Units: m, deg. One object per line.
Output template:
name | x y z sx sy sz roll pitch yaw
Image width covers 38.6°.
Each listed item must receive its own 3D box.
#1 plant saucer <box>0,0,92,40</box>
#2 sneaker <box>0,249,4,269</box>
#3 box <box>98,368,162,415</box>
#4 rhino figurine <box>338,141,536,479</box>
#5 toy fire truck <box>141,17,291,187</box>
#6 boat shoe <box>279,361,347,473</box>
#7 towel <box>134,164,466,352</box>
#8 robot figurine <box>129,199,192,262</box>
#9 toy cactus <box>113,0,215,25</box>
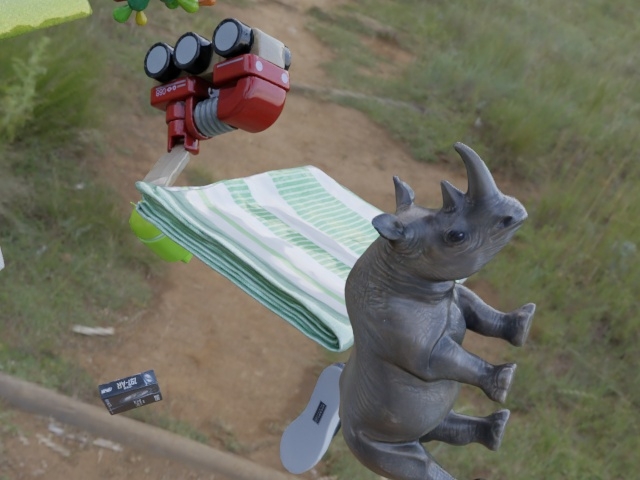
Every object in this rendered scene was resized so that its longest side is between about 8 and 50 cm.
plant saucer | -0.323 -0.247 0.801 0.188 0.045 0.188 33 34 11
sneaker | -0.518 -0.056 0.997 0.236 0.323 0.130 -22 21 -9
box | -0.227 0.183 1.098 0.067 0.083 0.018 -15 68 -12
rhino figurine | 0.063 0.053 0.527 0.106 0.243 0.073 15 37 17
toy fire truck | -0.167 -0.180 1.334 0.158 0.217 0.246 16 71 -53
boat shoe | 0.005 0.183 0.940 0.049 0.142 0.040 42 28 27
towel | 0.000 0.000 0.901 0.248 0.038 0.325 34 21 21
robot figurine | -0.209 -0.015 1.222 0.101 0.115 0.067 15 68 35
toy cactus | -0.272 -0.451 1.593 0.219 0.112 0.180 -13 -1 4
